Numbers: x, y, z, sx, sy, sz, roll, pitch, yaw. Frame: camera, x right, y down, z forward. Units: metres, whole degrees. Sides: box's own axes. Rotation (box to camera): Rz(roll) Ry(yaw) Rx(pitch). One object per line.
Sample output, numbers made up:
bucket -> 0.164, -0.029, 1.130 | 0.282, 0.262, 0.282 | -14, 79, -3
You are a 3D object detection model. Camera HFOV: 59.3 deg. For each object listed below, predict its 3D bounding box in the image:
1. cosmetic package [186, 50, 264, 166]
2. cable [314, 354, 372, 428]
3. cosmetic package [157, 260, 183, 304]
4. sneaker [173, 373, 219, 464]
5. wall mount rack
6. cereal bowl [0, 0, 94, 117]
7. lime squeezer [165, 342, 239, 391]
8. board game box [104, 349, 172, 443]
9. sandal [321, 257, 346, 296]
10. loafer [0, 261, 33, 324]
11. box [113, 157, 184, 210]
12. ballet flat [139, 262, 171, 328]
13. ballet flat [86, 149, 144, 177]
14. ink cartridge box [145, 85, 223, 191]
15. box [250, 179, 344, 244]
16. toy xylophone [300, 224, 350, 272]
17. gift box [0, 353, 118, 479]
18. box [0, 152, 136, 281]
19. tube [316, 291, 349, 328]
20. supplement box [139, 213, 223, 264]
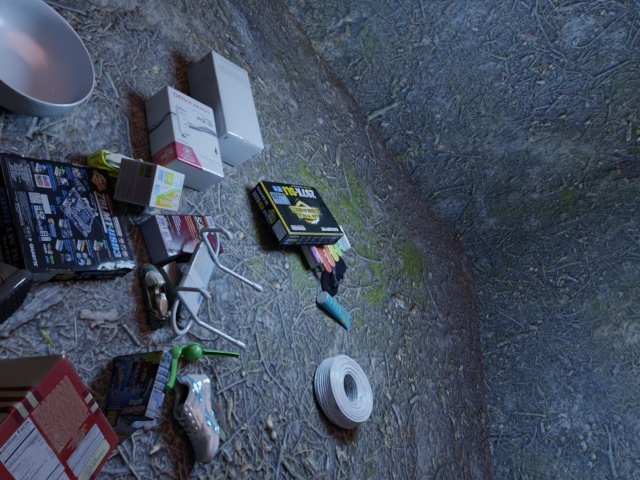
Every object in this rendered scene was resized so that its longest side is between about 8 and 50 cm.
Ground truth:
cosmetic package -> -0.352, -0.481, 2.060 | 0.197, 0.155, 0.366 | 20, 51, -51
cable -> 0.085, 0.540, 2.011 | 0.257, 0.089, 0.257 | -14, 79, -61
cosmetic package -> -0.411, 0.121, 1.582 | 0.115, 0.041, 0.060 | 62, 27, -4
sneaker -> -0.322, 0.453, 1.425 | 0.092, 0.087, 0.229 | 13, 48, -47
wall mount rack -> -0.289, 0.140, 1.606 | 0.304, 0.130, 0.350 | 72, 26, -49
cereal bowl -> -0.746, -0.446, 1.389 | 0.339, 0.141, 0.339 | 39, 37, -37
lime squeezer -> -0.337, 0.312, 1.493 | 0.310, 0.109, 0.059 | -9, 111, -66
board game box -> -0.417, 0.356, 1.269 | 0.060, 0.194, 0.194 | 34, 54, -41
sandal -> 0.064, 0.139, 2.344 | 0.097, 0.054, 0.254 | 53, 30, -18
loafer -> -0.694, 0.148, 1.032 | 0.130, 0.134, 0.366 | 30, 24, -4
box -> -0.464, -0.149, 1.542 | 0.203, 0.103, 0.114 | 0, 102, -83
ballet flat -> -0.434, 0.139, 1.499 | 0.070, 0.070, 0.189 | 6, 60, -57
ballet flat -> -0.546, -0.206, 1.590 | 0.231, 0.077, 0.077 | 13, 55, -55
ink cartridge box -> -0.442, -0.328, 1.821 | 0.207, 0.117, 0.283 | 19, 52, -52
box -> -0.086, -0.102, 2.168 | 0.322, 0.079, 0.257 | 1, 49, -49
toy xylophone -> 0.000, 0.000, 2.326 | 0.236, 0.081, 0.322 | 60, 28, -6
gift box -> -0.541, 0.372, 0.950 | 0.255, 0.258, 0.277 | -59, 138, -60
box -> -0.616, -0.050, 1.351 | 0.293, 0.073, 0.296 | 2, 65, -60
tube -> 0.060, 0.276, 2.242 | 0.207, 0.052, 0.080 | 46, 42, -41
supplement box -> -0.405, -0.005, 1.664 | 0.239, 0.073, 0.130 | -4, 70, -61
